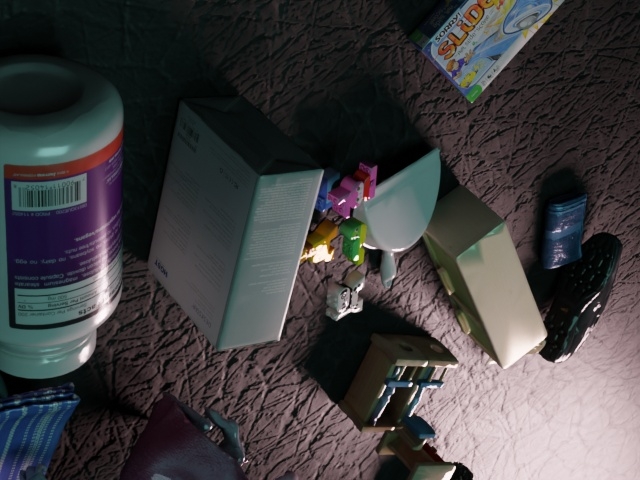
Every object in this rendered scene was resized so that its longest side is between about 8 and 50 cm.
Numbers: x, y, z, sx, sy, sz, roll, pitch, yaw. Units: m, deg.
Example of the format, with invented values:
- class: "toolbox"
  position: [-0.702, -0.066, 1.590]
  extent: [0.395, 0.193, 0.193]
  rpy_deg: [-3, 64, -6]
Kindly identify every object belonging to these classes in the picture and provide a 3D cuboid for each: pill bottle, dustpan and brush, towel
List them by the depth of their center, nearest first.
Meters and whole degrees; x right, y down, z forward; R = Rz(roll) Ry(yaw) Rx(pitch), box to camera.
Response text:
- class: "pill bottle"
  position: [-0.297, -0.018, 1.537]
  extent: [0.181, 0.181, 0.323]
  rpy_deg: [-16, 131, -28]
- class: "towel"
  position: [-0.453, 0.268, 1.689]
  extent: [0.336, 0.040, 0.243]
  rpy_deg: [-11, 149, -31]
- class: "dustpan and brush"
  position: [0.097, -0.014, 1.944]
  extent: [0.147, 0.060, 0.211]
  rpy_deg: [-32, 131, -31]
- class: "towel"
  position: [0.354, -0.014, 2.152]
  extent: [0.067, 0.029, 0.119]
  rpy_deg: [-20, 132, -23]

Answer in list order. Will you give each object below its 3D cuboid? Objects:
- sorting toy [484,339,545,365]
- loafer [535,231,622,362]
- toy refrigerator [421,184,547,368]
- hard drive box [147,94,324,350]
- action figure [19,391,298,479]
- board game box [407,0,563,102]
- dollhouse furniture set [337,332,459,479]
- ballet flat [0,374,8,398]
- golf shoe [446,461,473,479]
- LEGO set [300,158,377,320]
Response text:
- class: "sorting toy"
  position: [0.284, 0.164, 2.232]
  extent: [0.083, 0.045, 0.075]
  rpy_deg: [10, 123, -42]
- class: "loafer"
  position: [0.397, 0.085, 2.236]
  extent: [0.078, 0.076, 0.223]
  rpy_deg: [-6, 125, -52]
- class: "toy refrigerator"
  position: [0.223, 0.057, 2.054]
  extent: [0.094, 0.102, 0.269]
  rpy_deg: [-37, 138, -8]
- class: "hard drive box"
  position: [-0.103, -0.022, 1.684]
  extent: [0.089, 0.181, 0.232]
  rpy_deg: [-7, 127, -35]
- class: "action figure"
  position: [-0.237, 0.369, 1.805]
  extent: [0.370, 0.276, 0.248]
  rpy_deg: [-54, 171, -16]
- class: "board game box"
  position: [0.215, -0.284, 1.829]
  extent: [0.201, 0.035, 0.136]
  rpy_deg: [-49, 138, 4]
- class: "dollhouse furniture set"
  position: [0.144, 0.237, 2.072]
  extent: [0.129, 0.183, 0.129]
  rpy_deg: [6, 118, -40]
- class: "ballet flat"
  position: [-0.423, 0.112, 1.619]
  extent: [0.087, 0.083, 0.247]
  rpy_deg: [-23, 133, -8]
- class: "golf shoe"
  position: [0.160, 0.424, 2.326]
  extent: [0.198, 0.077, 0.094]
  rpy_deg: [-38, 152, -1]
- class: "LEGO set"
  position: [0.000, 0.000, 1.845]
  extent: [0.093, 0.087, 0.227]
  rpy_deg: [-30, 138, -37]
